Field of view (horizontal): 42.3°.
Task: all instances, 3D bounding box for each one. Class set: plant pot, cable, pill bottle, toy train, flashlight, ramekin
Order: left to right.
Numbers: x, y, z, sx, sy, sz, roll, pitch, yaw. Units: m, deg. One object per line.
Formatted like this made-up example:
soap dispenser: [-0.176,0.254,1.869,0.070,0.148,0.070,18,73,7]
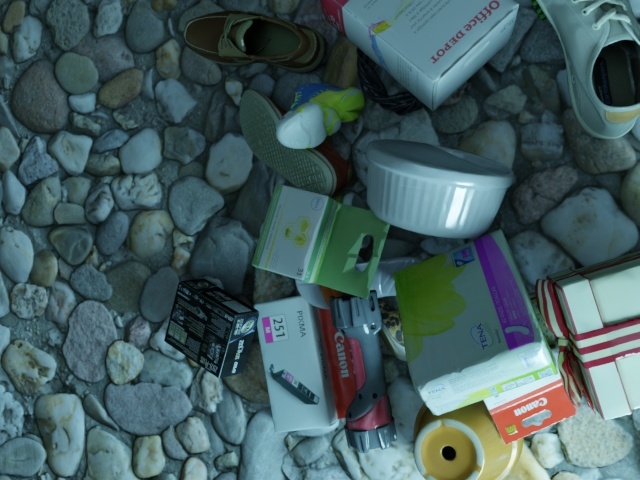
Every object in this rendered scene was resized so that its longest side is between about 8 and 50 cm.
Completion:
pill bottle: [-0.012,-0.019,1.680,0.208,0.117,0.118,-14,84,21]
flashlight: [0.076,0.253,1.610,0.103,0.103,0.304,-2,101,62]
cable: [0.150,-0.340,1.664,0.184,0.047,0.150,30,105,15]
ramekin: [0.209,-0.095,1.523,0.273,0.273,0.127,16,107,21]
plant pot: [0.259,0.375,1.527,0.205,0.188,0.205,0,89,22]
toy train: [0.413,-0.456,1.570,0.023,0.017,0.083,-25,80,10]

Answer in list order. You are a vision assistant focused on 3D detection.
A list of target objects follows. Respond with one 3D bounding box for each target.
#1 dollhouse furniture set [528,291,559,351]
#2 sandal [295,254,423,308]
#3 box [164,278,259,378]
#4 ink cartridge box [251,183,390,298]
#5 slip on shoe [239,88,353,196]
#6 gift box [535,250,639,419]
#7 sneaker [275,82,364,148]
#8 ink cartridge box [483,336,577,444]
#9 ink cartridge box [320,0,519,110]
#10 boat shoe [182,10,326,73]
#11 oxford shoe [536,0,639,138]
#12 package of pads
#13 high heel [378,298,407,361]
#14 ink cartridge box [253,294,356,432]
dollhouse furniture set: [0.322,0.136,1.510,0.161,0.101,0.182,-15,83,-19]
sandal: [0.084,0.073,1.657,0.265,0.076,0.102,-6,112,8]
box: [-0.232,0.184,1.756,0.180,0.077,0.147,26,107,34]
ink cartridge box: [0.000,0.000,1.577,0.235,0.056,0.171,15,86,27]
slip on shoe: [-0.059,-0.203,1.718,0.331,0.101,0.123,43,130,29]
gift box: [0.519,0.154,1.399,0.258,0.276,0.255,-17,84,9]
sneaker: [-0.027,-0.253,1.651,0.126,0.240,0.091,24,126,37]
ink cartridge box: [0.351,0.255,1.450,0.145,0.045,0.179,-25,87,6]
ink cartridge box: [0.182,-0.432,1.568,0.226,0.131,0.306,-43,74,-8]
boat shoe: [-0.150,-0.431,1.739,0.324,0.120,0.122,10,93,21]
oxford shoe: [0.483,-0.404,1.457,0.169,0.130,0.449,-13,87,-7]
package of pads: [0.251,0.138,1.430,0.229,0.101,0.296,-24,38,14]
high heel: [0.221,0.167,1.626,0.186,0.093,0.261,-33,58,-10]
ink cartridge box: [0.000,0.244,1.704,0.239,0.060,0.275,-12,85,22]
